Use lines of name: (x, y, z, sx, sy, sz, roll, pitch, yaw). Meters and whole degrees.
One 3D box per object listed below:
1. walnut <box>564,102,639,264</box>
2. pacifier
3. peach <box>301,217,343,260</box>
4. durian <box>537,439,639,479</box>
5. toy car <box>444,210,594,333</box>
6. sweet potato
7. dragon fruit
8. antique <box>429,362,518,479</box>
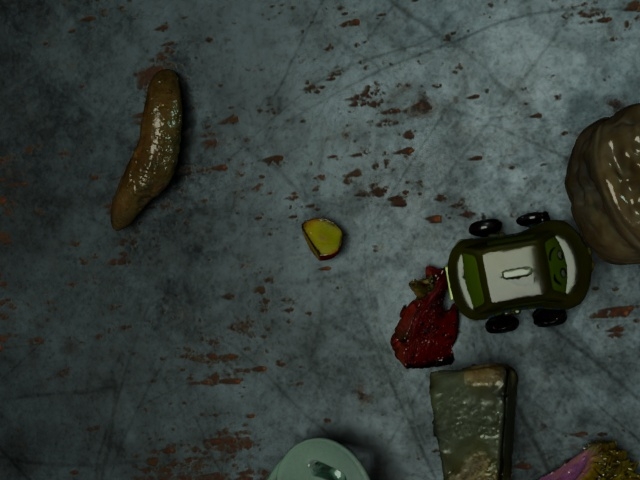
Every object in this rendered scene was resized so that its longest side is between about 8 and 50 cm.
walnut: (0.527, -0.087, 1.695, 0.273, 0.227, 0.273, -1, 87, 22)
pacifier: (-0.051, 0.524, 1.890, 0.288, 0.269, 0.343, 13, 92, 43)
peach: (0.000, 0.000, 1.966, 0.083, 0.050, 0.077, 15, 72, 8)
durian: (0.419, 0.497, 1.803, 0.341, 0.112, 0.191, -37, 78, 14)
toy car: (0.337, 0.055, 1.770, 0.248, 0.198, 0.204, -10, 87, 7)
sweet potato: (-0.327, -0.166, 2.056, 0.114, 0.092, 0.341, 25, 99, 42)
dragon fruit: (0.195, 0.139, 1.881, 0.123, 0.092, 0.192, 21, 98, 17)
antique: (0.270, 0.364, 1.802, 0.150, 0.125, 0.284, -8, 68, 20)
